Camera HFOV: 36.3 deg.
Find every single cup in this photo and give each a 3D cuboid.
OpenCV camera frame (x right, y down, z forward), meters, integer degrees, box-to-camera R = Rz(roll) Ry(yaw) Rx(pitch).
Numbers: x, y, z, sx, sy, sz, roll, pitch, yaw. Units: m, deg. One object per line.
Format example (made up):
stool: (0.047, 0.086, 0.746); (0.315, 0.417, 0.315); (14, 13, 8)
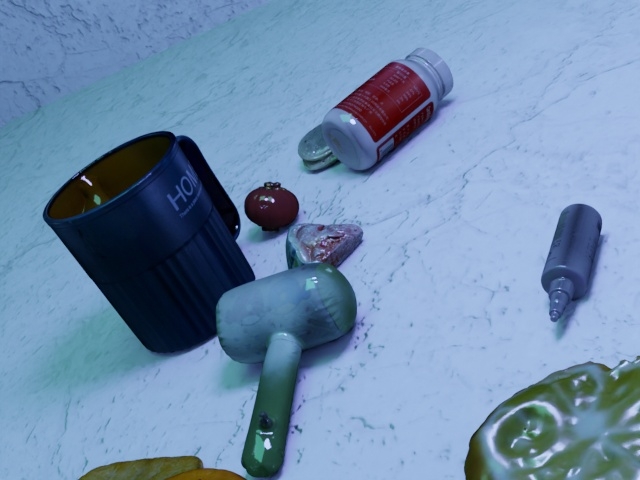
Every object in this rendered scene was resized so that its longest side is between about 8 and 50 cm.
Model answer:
cup: (-0.271, -0.004, 1.622); (0.242, 0.292, 0.308); (-28, 25, 5)

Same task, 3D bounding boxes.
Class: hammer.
hammer: (-0.062, 0.174, 1.311); (0.206, 0.119, 0.336); (-21, 34, 23)

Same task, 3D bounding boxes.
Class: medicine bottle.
medicine bottle: (0.308, 0.032, 1.214); (0.057, 0.058, 0.199); (-12, 32, 34)
medicine bottle: (0.126, -0.248, 1.821); (0.250, 0.131, 0.131); (-41, 28, -21)

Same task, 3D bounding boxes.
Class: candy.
candy: (0.260, 0.209, 0.882); (0.259, 0.118, 0.260); (-22, 26, 11)

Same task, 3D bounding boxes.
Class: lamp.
lamp: (-0.088, -0.061, 1.765); (0.101, 0.090, 0.101); (4, 12, -1)

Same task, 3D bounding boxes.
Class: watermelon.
watermelon: (0.000, 0.000, 1.591); (0.139, 0.071, 0.187); (-25, 26, 3)

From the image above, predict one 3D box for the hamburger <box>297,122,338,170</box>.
hamburger: (-0.002, -0.178, 1.926); (0.084, 0.054, 0.121); (-32, 33, -8)

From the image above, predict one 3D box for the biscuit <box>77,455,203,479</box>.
biscuit: (-0.256, 0.337, 1.300); (0.247, 0.029, 0.118); (-12, 25, 34)

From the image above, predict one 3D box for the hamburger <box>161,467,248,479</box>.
hamburger: (-0.118, 0.365, 0.877); (0.291, 0.225, 0.291); (-25, 19, 9)
